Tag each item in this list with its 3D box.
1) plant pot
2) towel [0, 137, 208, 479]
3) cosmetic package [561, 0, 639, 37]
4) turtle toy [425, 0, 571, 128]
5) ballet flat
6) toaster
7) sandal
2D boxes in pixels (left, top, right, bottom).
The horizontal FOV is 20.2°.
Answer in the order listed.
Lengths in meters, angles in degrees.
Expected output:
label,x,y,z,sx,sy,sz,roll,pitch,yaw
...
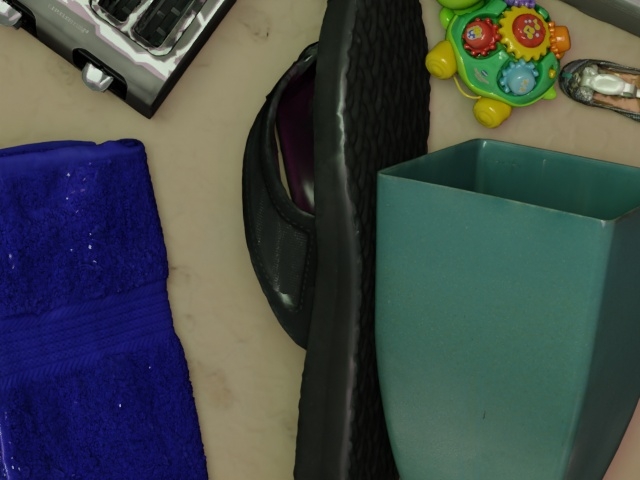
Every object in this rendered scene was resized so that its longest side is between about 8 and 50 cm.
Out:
label,x,y,z,sx,sy,sz,roll,pitch,yaw
plant pot,0.136,0.068,1.226,0.165,0.166,0.234,13,108,27
towel,-0.176,0.088,1.213,0.227,0.076,0.308,-14,95,-42
cosmetic package,0.251,-0.268,1.270,0.127,0.107,0.238,21,88,-8
turtle toy,0.123,-0.149,1.268,0.130,0.066,0.095,45,63,-5
ballet flat,0.231,-0.107,1.305,0.114,0.041,0.041,11,91,-4
toaster,-0.134,-0.199,1.242,0.168,0.110,0.186,36,89,-5
sandal,-0.001,0.001,1.242,0.107,0.167,0.446,5,92,20
